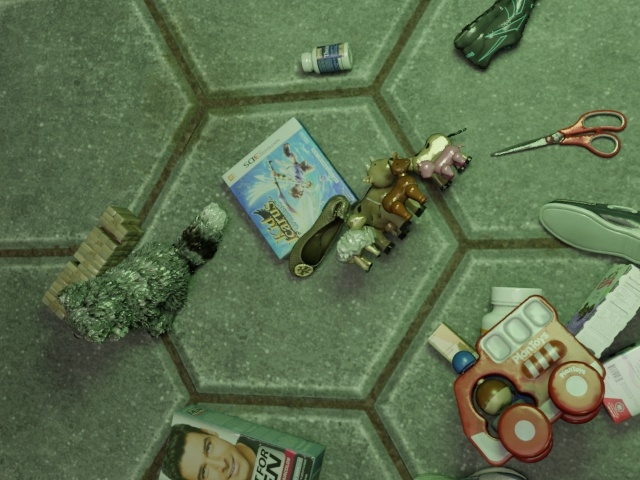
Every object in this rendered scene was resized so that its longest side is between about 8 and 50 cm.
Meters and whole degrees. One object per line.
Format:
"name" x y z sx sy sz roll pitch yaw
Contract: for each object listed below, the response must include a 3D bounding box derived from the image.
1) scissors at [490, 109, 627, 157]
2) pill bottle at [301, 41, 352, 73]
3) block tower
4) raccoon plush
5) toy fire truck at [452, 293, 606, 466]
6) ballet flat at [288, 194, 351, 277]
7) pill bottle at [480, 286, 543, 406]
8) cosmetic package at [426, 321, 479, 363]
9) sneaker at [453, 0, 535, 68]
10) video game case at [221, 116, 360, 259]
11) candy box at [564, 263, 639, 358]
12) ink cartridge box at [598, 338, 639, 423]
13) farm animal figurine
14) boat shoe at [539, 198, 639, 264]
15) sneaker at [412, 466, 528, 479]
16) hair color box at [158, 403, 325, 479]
"scissors" 0.546 -0.246 1.515 0.297 0.021 0.109 2 90 16
"pill bottle" 0.016 -0.452 1.635 0.120 0.067 0.067 -5 86 14
"block tower" -0.610 0.068 1.761 0.091 0.097 0.335 39 98 14
"raccoon plush" -0.450 0.065 1.613 0.216 0.299 0.446 30 95 14
"toy fire truck" 0.402 0.287 1.311 0.302 0.169 0.254 -40 61 2
"ballet flat" 0.000 0.000 1.583 0.250 0.084 0.058 -56 38 24
"pill bottle" 0.430 0.239 1.451 0.152 0.152 0.272 1 87 15
"cosmetic package" 0.312 0.251 1.538 0.115 0.041 0.060 41 98 13
"sneaker" 0.438 -0.517 1.529 0.267 0.101 0.106 -41 100 9
"video game case" -0.077 -0.130 1.648 0.244 0.061 0.269 -38 79 11
"candy box" 0.613 0.145 1.401 0.070 0.165 0.196 37 96 11
"ink cartridge box" 0.683 0.298 1.423 0.175 0.072 0.127 -30 80 11
"farm animal figurine" 0.171 -0.119 1.508 0.172 0.330 0.327 42 126 10
"boat shoe" 0.640 -0.029 1.443 0.302 0.114 0.091 25 54 22
"sneaker" 0.333 0.587 1.475 0.283 0.122 0.110 -12 85 14
"hair color box" -0.194 0.553 1.620 0.374 0.113 0.185 13 91 15
